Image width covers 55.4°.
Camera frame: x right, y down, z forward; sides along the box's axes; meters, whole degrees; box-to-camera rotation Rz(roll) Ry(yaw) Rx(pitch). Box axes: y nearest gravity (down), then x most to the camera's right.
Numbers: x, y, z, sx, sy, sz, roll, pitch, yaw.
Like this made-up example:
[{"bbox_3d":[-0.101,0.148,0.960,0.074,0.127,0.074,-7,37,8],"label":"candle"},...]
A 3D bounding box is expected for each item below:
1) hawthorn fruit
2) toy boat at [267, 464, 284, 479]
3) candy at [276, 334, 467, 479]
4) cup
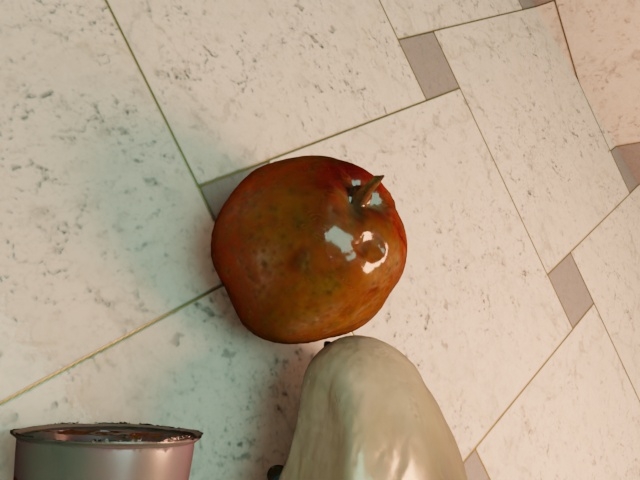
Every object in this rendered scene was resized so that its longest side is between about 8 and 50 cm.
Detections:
[{"bbox_3d":[0.000,0.000,0.853,0.277,0.298,0.277,22,49,-27],"label":"hawthorn fruit"},{"bbox_3d":[-0.074,0.397,0.813,0.075,0.077,0.185,30,67,-30],"label":"toy boat"},{"bbox_3d":[0.106,0.356,0.849,0.427,0.186,0.386,55,38,-36],"label":"candy"},{"bbox_3d":[-0.231,0.341,0.625,0.203,0.203,0.288,13,74,-37],"label":"cup"}]
